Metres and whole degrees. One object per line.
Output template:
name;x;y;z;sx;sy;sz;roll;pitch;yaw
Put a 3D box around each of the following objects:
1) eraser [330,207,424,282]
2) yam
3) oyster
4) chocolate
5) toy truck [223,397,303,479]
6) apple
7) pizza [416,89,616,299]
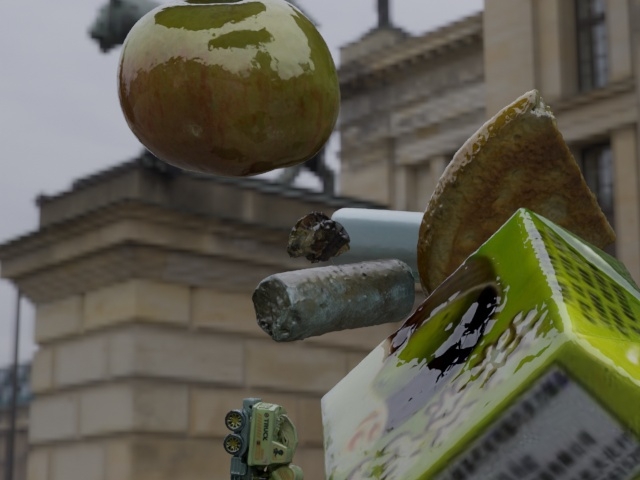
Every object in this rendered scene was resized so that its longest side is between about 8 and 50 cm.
eraser;0.172;0.012;2.082;0.290;0.104;0.189;4;-3;15
yam;0.018;0.074;1.852;0.093;0.093;0.259;-11;-3;39
oyster;0.002;0.001;1.500;0.019;0.054;0.083;35;11;39
chocolate;0.133;0.144;1.187;0.137;0.301;0.289;38;17;-16
toy truck;-0.084;0.338;2.246;0.116;0.191;0.085;2;-4;17
apple;-0.106;-0.178;1.667;0.261;0.194;0.261;-1;14;0
pizza;0.211;-0.037;1.856;0.258;0.087;0.268;-29;-51;6
